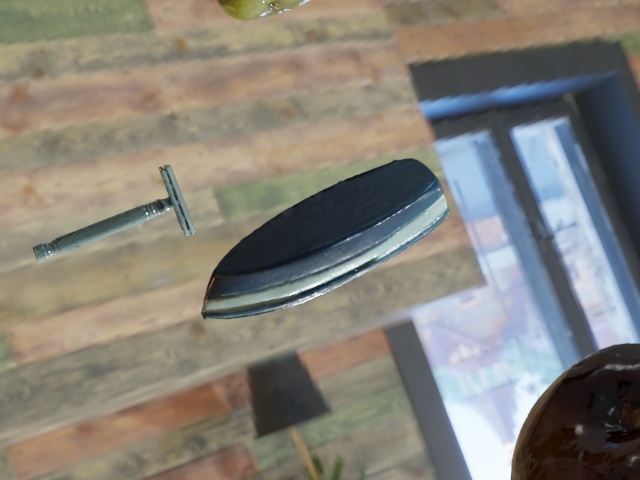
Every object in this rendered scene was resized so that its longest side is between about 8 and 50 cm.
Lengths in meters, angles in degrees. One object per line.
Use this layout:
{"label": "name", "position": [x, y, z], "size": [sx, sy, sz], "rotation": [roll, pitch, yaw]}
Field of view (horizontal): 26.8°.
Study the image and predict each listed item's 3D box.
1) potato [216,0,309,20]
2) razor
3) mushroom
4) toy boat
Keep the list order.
{"label": "potato", "position": [-0.046, -0.338, 1.574], "size": [0.200, 0.137, 0.154], "rotation": [-20, 145, 28]}
{"label": "razor", "position": [-0.310, -0.023, 1.973], "size": [0.232, 0.106, 0.068], "rotation": [-20, -169, -6]}
{"label": "mushroom", "position": [0.305, 0.233, 1.230], "size": [0.267, 0.254, 0.267], "rotation": [-21, -176, 1]}
{"label": "toy boat", "position": [0.000, 0.000, 1.435], "size": [0.299, 0.096, 0.061], "rotation": [-28, 140, -19]}
